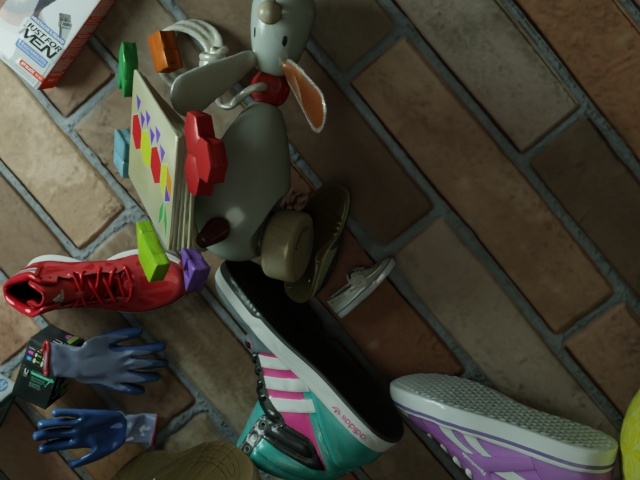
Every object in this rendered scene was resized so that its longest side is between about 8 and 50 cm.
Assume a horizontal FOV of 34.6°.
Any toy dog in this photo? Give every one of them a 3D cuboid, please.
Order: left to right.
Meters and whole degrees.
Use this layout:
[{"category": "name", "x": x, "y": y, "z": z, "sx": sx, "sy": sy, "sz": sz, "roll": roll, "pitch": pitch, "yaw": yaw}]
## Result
[{"category": "toy dog", "x": -0.088, "y": -0.111, "z": 1.126, "sx": 0.220, "sy": 0.161, "sz": 0.334, "roll": -9, "pitch": 93, "yaw": 15}]

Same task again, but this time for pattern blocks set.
[{"category": "pattern blocks set", "x": -0.168, "y": -0.083, "z": 1.097, "sx": 0.026, "sy": 0.325, "sz": 0.285, "roll": -6, "pitch": 133, "yaw": -24}]

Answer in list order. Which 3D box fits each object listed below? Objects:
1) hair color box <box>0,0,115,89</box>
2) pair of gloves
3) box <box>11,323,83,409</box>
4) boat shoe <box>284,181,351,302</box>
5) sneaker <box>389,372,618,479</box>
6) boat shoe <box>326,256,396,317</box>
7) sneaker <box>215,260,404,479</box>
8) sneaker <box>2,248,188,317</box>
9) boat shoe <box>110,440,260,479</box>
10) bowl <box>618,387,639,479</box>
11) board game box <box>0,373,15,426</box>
[{"category": "hair color box", "x": -0.312, "y": -0.271, "z": 1.209, "sx": 0.093, "sy": 0.053, "sz": 0.167, "roll": 40, "pitch": 105, "yaw": 0}, {"category": "pair of gloves", "x": -0.276, "y": 0.199, "z": 1.295, "sx": 0.159, "sy": 0.023, "sz": 0.198, "roll": 3, "pitch": 111, "yaw": -20}, {"category": "box", "x": -0.347, "y": 0.160, "z": 1.308, "sx": 0.052, "sy": 0.062, "sz": 0.083, "roll": 23, "pitch": 105, "yaw": 5}, {"category": "boat shoe", "x": 0.000, "y": 0.000, "z": 1.221, "sx": 0.056, "sy": 0.049, "sz": 0.152, "roll": 30, "pitch": 107, "yaw": 20}, {"category": "sneaker", "x": 0.188, "y": 0.260, "z": 1.178, "sx": 0.282, "sy": 0.102, "sz": 0.161, "roll": 20, "pitch": 110, "yaw": 38}, {"category": "boat shoe", "x": 0.047, "y": 0.050, "z": 1.233, "sx": 0.035, "sy": 0.035, "sz": 0.100, "roll": 44, "pitch": 112, "yaw": -5}, {"category": "sneaker", "x": -0.056, "y": 0.176, "z": 1.239, "sx": 0.295, "sy": 0.124, "sz": 0.178, "roll": 48, "pitch": 115, "yaw": 13}, {"category": "sneaker", "x": -0.275, "y": 0.064, "z": 1.240, "sx": 0.221, "sy": 0.128, "sz": 0.087, "roll": -5, "pitch": 102, "yaw": 11}, {"category": "boat shoe", "x": -0.153, "y": 0.314, "z": 1.237, "sx": 0.302, "sy": 0.109, "sz": 0.098, "roll": -17, "pitch": 113, "yaw": 50}, {"category": "bowl", "x": 0.439, "y": 0.175, "z": 1.115, "sx": 0.289, "sy": 0.289, "sz": 0.156, "roll": -31, "pitch": 53, "yaw": 15}, {"category": "board game box", "x": -0.574, "y": 0.164, "z": 1.248, "sx": 0.336, "sy": 0.254, "sz": 0.079, "roll": 30, "pitch": 105, "yaw": 1}]
